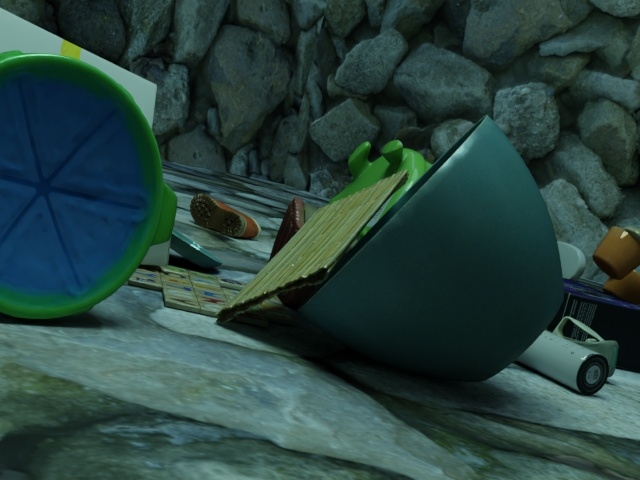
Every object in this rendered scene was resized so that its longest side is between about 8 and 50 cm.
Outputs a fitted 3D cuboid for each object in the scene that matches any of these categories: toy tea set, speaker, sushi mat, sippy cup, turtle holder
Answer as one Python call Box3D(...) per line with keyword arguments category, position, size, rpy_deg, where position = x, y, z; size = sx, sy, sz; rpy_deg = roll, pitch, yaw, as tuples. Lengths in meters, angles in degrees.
Box3D(category="toy tea set", position=(0.568, 0.081, 1.552), size=(0.200, 0.124, 0.336), rpy_deg=(40, -6, 37))
Box3D(category="speaker", position=(0.300, 0.148, 1.198), size=(0.055, 0.055, 0.136), rpy_deg=(11, 6, -31))
Box3D(category="sushi mat", position=(0.000, 0.000, 1.101), size=(0.151, 0.019, 0.316), rpy_deg=(-22, 13, 29))
Box3D(category="sippy cup", position=(-0.307, -0.053, 0.893), size=(0.224, 0.240, 0.305), rpy_deg=(5, -42, 46))
Box3D(category="turtle holder", position=(0.113, -0.007, 1.574), size=(0.227, 0.243, 0.320), rpy_deg=(34, -38, -19))

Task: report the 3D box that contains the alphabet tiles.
Box3D(category="alphabet tiles", position=(-0.137, 0.064, 1.148), size=(0.198, 0.009, 0.237), rpy_deg=(14, 5, -13))

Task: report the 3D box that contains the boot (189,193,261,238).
Box3D(category="boot", position=(-0.188, -0.043, 1.847), size=(0.158, 0.059, 0.084), rpy_deg=(29, 10, 34))

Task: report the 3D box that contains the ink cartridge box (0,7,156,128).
Box3D(category="ink cartridge box", position=(-0.474, -0.196, 1.354), size=(0.279, 0.161, 0.384), rpy_deg=(-12, -24, 41))

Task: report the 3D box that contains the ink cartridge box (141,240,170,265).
Box3D(category="ink cartridge box", position=(-0.264, -0.013, 1.229), size=(0.109, 0.063, 0.150), rpy_deg=(5, 8, -21))

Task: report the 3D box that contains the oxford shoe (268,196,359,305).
Box3D(category="oxford shoe", position=(0.001, 0.028, 1.359), size=(0.130, 0.123, 0.348), rpy_deg=(17, 16, -11))

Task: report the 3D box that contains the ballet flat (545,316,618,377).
Box3D(category="ballet flat", position=(0.329, 0.135, 1.339), size=(0.072, 0.068, 0.213), rpy_deg=(9, 8, -45))

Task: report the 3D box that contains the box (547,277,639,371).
Box3D(category="box", position=(0.396, 0.119, 1.522), size=(0.184, 0.103, 0.261), rpy_deg=(15, 5, -20))

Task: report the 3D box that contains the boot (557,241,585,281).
Box3D(category="boot", position=(0.431, 0.071, 1.789), size=(0.123, 0.095, 0.258), rpy_deg=(15, -19, -30))

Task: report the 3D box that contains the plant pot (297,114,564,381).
Box3D(category="plant pot", position=(0.145, 0.037, 1.011), size=(0.195, 0.290, 0.290), rpy_deg=(44, 6, 0))

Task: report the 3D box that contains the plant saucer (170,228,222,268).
Box3D(category="plant saucer", position=(-0.194, 0.008, 1.334), size=(0.119, 0.021, 0.119), rpy_deg=(33, -1, 1))
